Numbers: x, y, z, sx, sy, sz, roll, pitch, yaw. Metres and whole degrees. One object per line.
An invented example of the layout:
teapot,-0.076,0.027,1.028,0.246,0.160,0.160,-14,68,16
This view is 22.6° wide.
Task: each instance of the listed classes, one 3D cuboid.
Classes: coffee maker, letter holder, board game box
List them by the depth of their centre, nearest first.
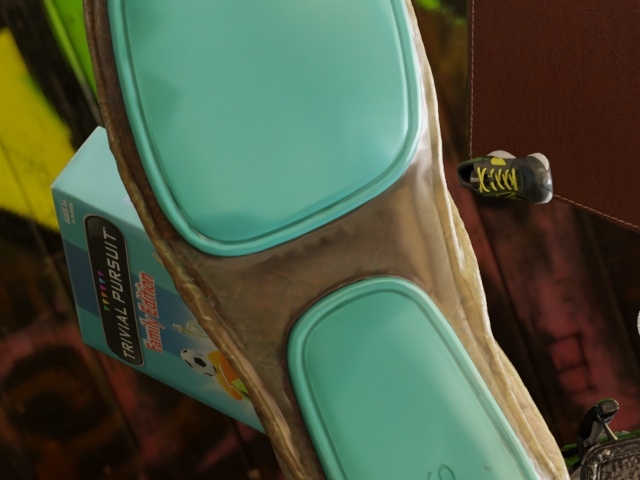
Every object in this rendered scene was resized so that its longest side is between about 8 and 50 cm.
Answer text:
letter holder,0.224,-0.172,1.048,0.214,0.301,0.152,25,-135,34
coffee maker,0.229,0.180,1.062,0.171,0.120,0.178,12,168,-6
board game box,-0.062,0.068,1.396,0.336,0.253,0.079,24,-122,15

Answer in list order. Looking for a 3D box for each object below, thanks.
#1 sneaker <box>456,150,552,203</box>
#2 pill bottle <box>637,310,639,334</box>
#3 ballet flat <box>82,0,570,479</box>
sneaker,0.112,-0.036,0.979,0.035,0.031,0.083,-12,-170,-21
pill bottle,0.385,0.093,1.645,0.087,0.087,0.160,-10,165,31
ballet flat,0.000,0.000,0.577,0.116,0.342,0.124,-25,-175,-9
